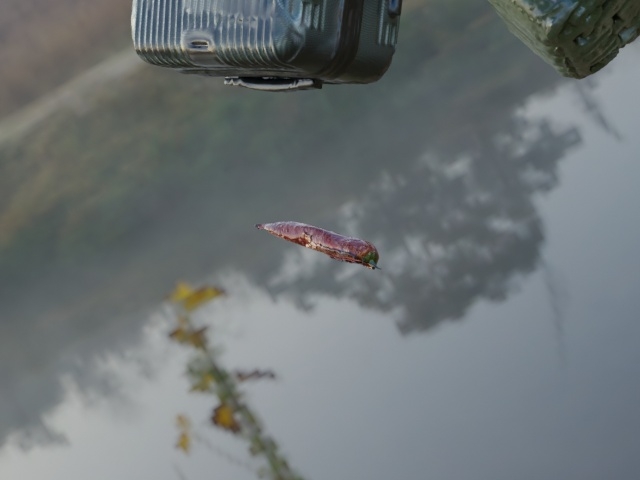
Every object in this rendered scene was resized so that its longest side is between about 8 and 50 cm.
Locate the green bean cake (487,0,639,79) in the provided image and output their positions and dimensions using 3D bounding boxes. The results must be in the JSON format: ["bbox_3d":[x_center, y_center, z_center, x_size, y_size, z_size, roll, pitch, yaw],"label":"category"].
[{"bbox_3d":[0.260,-0.268,1.699,0.227,0.125,0.222,-49,-20,4],"label":"green bean cake"}]

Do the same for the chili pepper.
[{"bbox_3d":[0.000,0.000,1.980,0.178,0.045,0.027,16,84,41],"label":"chili pepper"}]

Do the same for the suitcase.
[{"bbox_3d":[-0.032,-0.266,1.370,0.128,0.312,0.202,6,0,-44],"label":"suitcase"}]
